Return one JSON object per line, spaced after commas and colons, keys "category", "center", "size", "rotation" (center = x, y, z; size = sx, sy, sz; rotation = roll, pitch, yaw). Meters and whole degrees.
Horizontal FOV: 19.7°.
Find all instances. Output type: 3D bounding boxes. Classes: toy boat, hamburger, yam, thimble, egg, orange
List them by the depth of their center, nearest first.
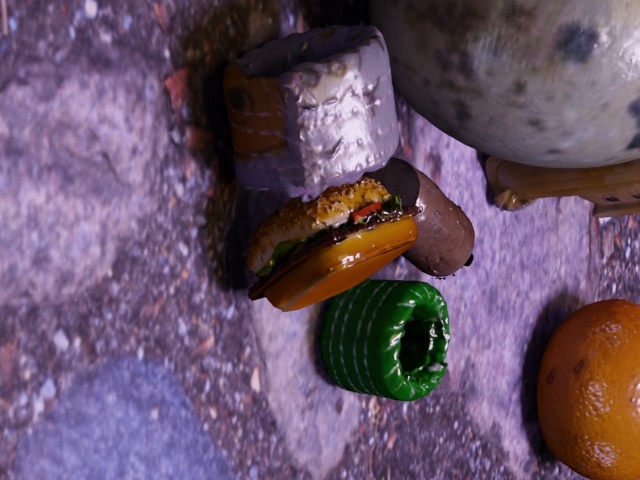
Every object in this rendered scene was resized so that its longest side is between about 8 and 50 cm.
{"category": "thimble", "center": [-0.005, -0.109, 1.554], "size": [0.151, 0.127, 0.118], "rotation": [-28, 117, -39]}
{"category": "hamburger", "center": [0.000, 0.000, 1.603], "size": [0.166, 0.137, 0.087], "rotation": [-18, 75, -55]}
{"category": "egg", "center": [0.234, -0.238, 1.719], "size": [0.428, 0.345, 0.345], "rotation": [-10, 104, -42]}
{"category": "thimble", "center": [0.064, 0.093, 1.742], "size": [0.130, 0.090, 0.118], "rotation": [44, 57, -53]}
{"category": "yam", "center": [0.093, -0.020, 1.781], "size": [0.127, 0.084, 0.084], "rotation": [35, 66, -53]}
{"category": "toy boat", "center": [0.320, -0.081, 1.915], "size": [0.121, 0.321, 0.089], "rotation": [49, 50, -37]}
{"category": "orange", "center": [0.352, 0.175, 2.150], "size": [0.224, 0.170, 0.224], "rotation": [-20, 114, -55]}
